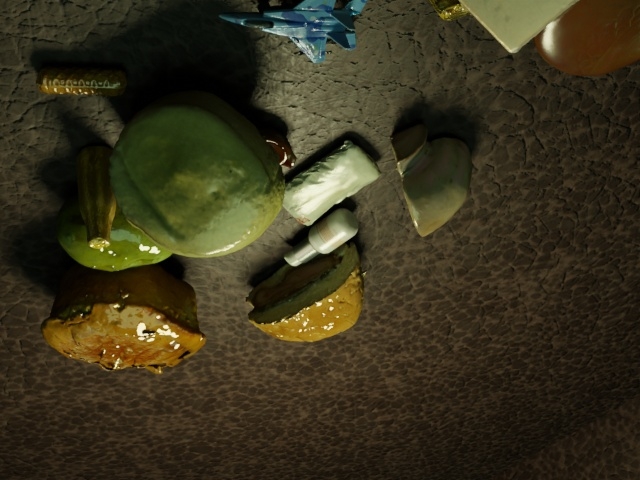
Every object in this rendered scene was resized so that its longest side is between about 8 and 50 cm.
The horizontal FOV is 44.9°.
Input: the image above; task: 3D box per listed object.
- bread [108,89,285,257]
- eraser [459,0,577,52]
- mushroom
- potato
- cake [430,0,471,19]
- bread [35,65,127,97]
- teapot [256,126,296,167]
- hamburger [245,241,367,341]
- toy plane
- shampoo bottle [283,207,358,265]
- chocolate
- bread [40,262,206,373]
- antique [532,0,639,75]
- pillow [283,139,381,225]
[{"bbox_3d":[-0.226,-0.118,1.445,0.321,0.237,0.320,2,110,4],"label":"bread"},{"bbox_3d":[0.235,-0.455,1.187,0.343,0.078,0.144,38,124,-17],"label":"eraser"},{"bbox_3d":[0.252,-0.120,1.625,0.162,0.173,0.236,-20,140,9],"label":"mushroom"},{"bbox_3d":[-0.417,-0.024,1.615,0.253,0.148,0.186,13,133,-22],"label":"potato"},{"bbox_3d":[0.242,-0.441,1.327,0.185,0.116,0.080,-30,170,-20],"label":"cake"},{"bbox_3d":[-0.423,-0.282,1.376,0.157,0.044,0.052,-1,146,-11],"label":"bread"},{"bbox_3d":[-0.111,-0.175,1.550,0.129,0.078,0.098,13,137,-26],"label":"teapot"},{"bbox_3d":[0.001,0.148,1.917,0.330,0.162,0.209,-33,135,20],"label":"hamburger"},{"bbox_3d":[-0.048,-0.377,1.318,0.246,0.078,0.169,5,140,-8],"label":"toy plane"},{"bbox_3d":[0.000,0.000,1.798,0.192,0.074,0.074,-37,134,29],"label":"shampoo bottle"},{"bbox_3d":[-0.428,-0.081,1.487,0.086,0.219,0.085,-8,145,-6],"label":"chocolate"},{"bbox_3d":[-0.443,0.175,1.796,0.337,0.204,0.358,-9,152,23],"label":"bread"},{"bbox_3d":[0.472,-0.405,1.347,0.278,0.129,0.223,20,133,-32],"label":"antique"},{"bbox_3d":[0.015,-0.121,1.669,0.229,0.051,0.128,-34,129,26],"label":"pillow"}]
